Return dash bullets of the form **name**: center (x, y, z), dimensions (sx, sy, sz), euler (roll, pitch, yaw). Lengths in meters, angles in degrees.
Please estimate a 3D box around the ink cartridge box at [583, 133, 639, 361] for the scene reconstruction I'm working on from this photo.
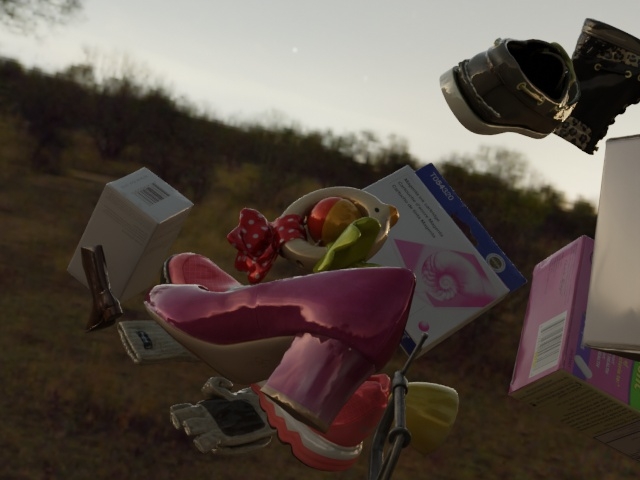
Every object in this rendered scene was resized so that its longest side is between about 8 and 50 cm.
- **ink cartridge box**: center (0.401, 0.026, 0.902), dimensions (0.270, 0.198, 0.197), euler (17, -12, -40)

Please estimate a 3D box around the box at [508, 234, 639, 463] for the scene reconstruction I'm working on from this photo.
- **box**: center (0.401, 0.152, 1.356), dimensions (0.243, 0.213, 0.117), euler (29, -34, -13)

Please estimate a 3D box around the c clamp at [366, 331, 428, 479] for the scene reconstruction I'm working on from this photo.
- **c clamp**: center (0.070, 0.182, 0.991), dimensions (0.022, 0.137, 0.160), euler (22, 25, -4)

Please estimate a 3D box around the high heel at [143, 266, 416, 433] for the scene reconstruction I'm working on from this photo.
- **high heel**: center (-0.038, 0.044, 0.719), dimensions (0.082, 0.117, 0.244), euler (44, -15, -31)

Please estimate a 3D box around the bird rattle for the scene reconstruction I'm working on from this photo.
- **bird rattle**: center (0.000, 0.000, 1.464), dimensions (0.254, 0.143, 0.207), euler (13, 44, 38)

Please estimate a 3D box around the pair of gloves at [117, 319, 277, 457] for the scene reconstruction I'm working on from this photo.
- **pair of gloves**: center (-0.133, 0.181, 1.320), dimensions (0.204, 0.042, 0.240), euler (-12, 49, -42)

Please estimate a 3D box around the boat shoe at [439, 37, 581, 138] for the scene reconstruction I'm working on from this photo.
- **boat shoe**: center (0.252, -0.186, 1.197), dimensions (0.091, 0.109, 0.305), euler (-33, -11, 34)

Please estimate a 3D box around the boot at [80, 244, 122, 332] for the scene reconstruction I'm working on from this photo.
- **boot**: center (-0.327, 0.069, 1.453), dimensions (0.037, 0.114, 0.106), euler (-12, -15, -43)

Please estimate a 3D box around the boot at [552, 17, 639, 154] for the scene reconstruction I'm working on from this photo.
- **boot**: center (0.447, -0.204, 1.492), dimensions (0.236, 0.178, 0.085), euler (23, 13, -20)

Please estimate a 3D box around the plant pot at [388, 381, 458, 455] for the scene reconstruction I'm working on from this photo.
- **plant pot**: center (0.176, 0.313, 1.849), dimensions (0.095, 0.134, 0.134), euler (29, -1, -14)

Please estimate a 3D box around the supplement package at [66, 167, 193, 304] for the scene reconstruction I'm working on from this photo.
- **supplement package**: center (-0.295, -0.005, 1.555), dimensions (0.105, 0.179, 0.105), euler (36, 29, 9)

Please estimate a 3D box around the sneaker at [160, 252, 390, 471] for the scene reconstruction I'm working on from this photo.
- **sneaker**: center (-0.043, 0.103, 1.127), dimensions (0.314, 0.136, 0.116), euler (44, 25, 14)

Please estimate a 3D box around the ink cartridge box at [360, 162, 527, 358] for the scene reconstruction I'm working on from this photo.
- **ink cartridge box**: center (0.205, 0.016, 1.947), dimensions (0.330, 0.324, 0.071), euler (-30, -15, -28)
